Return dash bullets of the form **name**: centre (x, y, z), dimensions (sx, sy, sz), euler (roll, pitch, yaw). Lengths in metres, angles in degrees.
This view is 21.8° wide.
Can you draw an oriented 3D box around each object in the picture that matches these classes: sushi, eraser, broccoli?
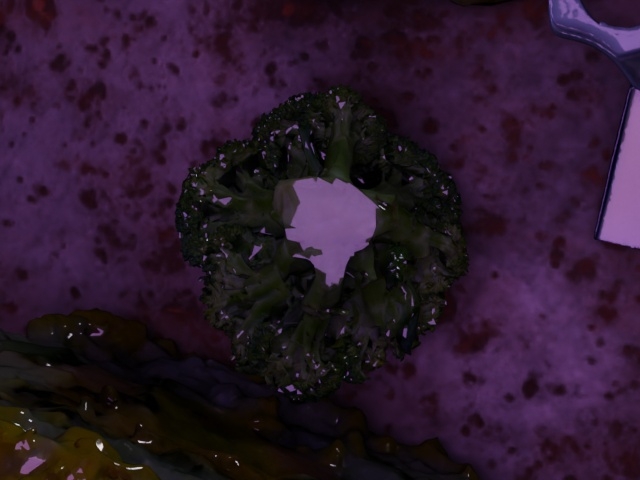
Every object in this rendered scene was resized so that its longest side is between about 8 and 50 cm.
- **sushi**: centre (-0.101, 0.199, 0.965), dimensions (0.396, 0.351, 0.240), euler (22, 98, 9)
- **eraser**: centre (0.256, -0.034, 1.040), dimensions (0.150, 0.023, 0.104), euler (13, 96, 11)
- **broccoli**: centre (0.000, 0.000, 1.030), dimensions (0.195, 0.156, 0.195), euler (0, 91, 5)

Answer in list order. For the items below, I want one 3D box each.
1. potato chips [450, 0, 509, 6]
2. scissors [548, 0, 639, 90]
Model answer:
- **potato chips**: centre (0.065, -0.321, 1.043), dimensions (0.429, 0.070, 0.358), euler (31, 96, 8)
- **scissors**: centre (0.204, -0.275, 0.973), dimensions (0.191, 0.029, 0.360), euler (-11, 89, 13)
